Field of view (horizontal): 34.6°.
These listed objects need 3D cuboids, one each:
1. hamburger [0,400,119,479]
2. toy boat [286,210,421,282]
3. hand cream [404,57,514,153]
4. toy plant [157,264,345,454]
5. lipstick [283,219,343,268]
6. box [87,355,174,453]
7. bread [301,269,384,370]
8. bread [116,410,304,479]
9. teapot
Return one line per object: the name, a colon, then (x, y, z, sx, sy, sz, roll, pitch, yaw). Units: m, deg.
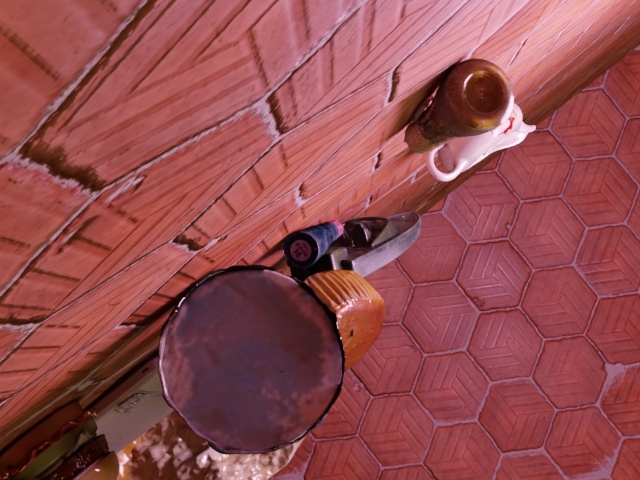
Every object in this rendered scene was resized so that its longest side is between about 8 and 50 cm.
hamburger: (-0.361, 0.322, 1.452, 0.175, 0.137, 0.175, -40, 178, -2)
toy boat: (0.078, 0.001, 1.794, 0.141, 0.092, 0.319, -1, -164, 38)
hand cream: (0.154, -0.150, 1.234, 0.084, 0.084, 0.203, -37, -178, -17)
toy plant: (-0.088, 0.169, 1.383, 0.247, 0.247, 0.332, -37, 172, -8)
lipstick: (0.000, 0.000, 1.583, 0.053, 0.053, 0.234, -39, 176, 15)
box: (-0.305, 0.275, 1.684, 0.285, 0.044, 0.142, -39, 147, 24)
bread: (0.012, 0.138, 1.594, 0.199, 0.104, 0.199, -36, 149, -26)
bread: (-0.205, 0.402, 1.977, 0.424, 0.329, 0.245, -35, 144, 4)
teapot: (0.237, -0.160, 1.590, 0.226, 0.092, 0.145, -34, 171, -31)
